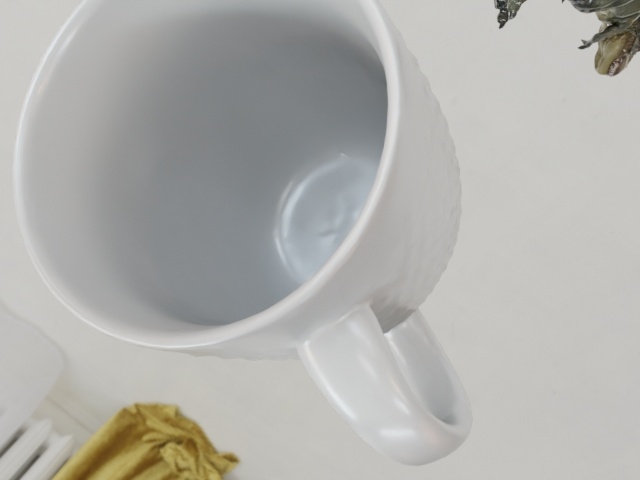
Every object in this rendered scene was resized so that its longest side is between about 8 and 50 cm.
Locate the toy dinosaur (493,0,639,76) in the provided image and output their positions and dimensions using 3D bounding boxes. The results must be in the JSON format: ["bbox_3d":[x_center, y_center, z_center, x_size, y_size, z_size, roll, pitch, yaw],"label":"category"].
[{"bbox_3d":[0.174,-0.170,0.445,0.118,0.268,0.064,-9,83,13],"label":"toy dinosaur"}]

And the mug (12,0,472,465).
[{"bbox_3d":[0.000,0.000,0.550,0.276,0.328,0.374,-35,68,12],"label":"mug"}]
